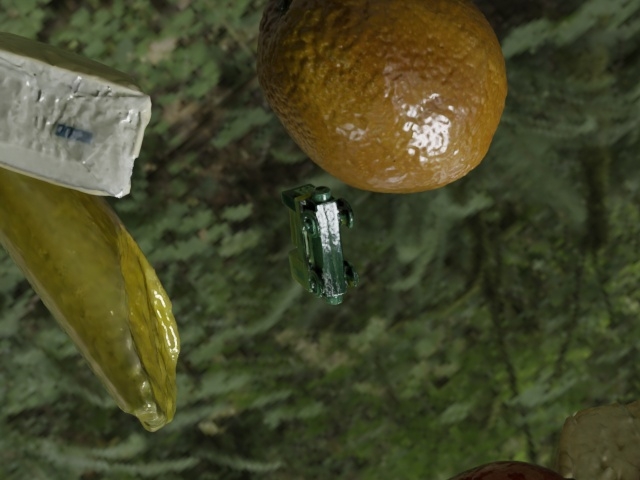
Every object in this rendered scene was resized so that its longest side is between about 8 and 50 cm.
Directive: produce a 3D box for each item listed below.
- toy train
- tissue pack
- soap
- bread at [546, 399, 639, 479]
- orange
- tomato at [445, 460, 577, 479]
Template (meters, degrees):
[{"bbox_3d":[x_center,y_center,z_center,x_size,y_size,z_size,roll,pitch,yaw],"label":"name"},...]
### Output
[{"bbox_3d":[0.000,0.000,1.254,0.050,0.122,0.081,-17,-153,-22],"label":"toy train"},{"bbox_3d":[-0.210,-0.101,0.995,0.196,0.148,0.092,-144,-109,-75],"label":"tissue pack"},{"bbox_3d":[-0.260,-0.001,1.360,0.115,0.427,0.306,-36,177,-1],"label":"soap"},{"bbox_3d":[0.284,0.222,1.136,0.224,0.183,0.211,76,29,-85],"label":"bread"},{"bbox_3d":[0.080,-0.234,1.821,0.322,0.357,0.322,-38,-146,31],"label":"orange"},{"bbox_3d":[0.115,0.270,0.949,0.101,0.228,0.228,7,140,-43],"label":"tomato"}]
